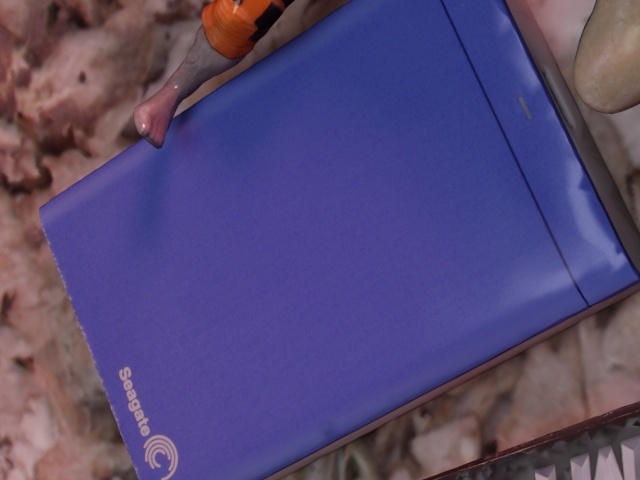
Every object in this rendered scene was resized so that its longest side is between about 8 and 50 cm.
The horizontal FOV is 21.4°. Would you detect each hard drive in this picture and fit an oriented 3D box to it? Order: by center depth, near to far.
[{"bbox_3d":[0.000,0.000,0.936,0.318,0.040,0.210,-31,73,26],"label":"hard drive"}]

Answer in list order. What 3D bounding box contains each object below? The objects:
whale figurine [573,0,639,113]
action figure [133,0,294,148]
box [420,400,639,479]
[{"bbox_3d":[0.154,-0.198,0.764,0.216,0.141,0.272,-7,109,12],"label":"whale figurine"},{"bbox_3d":[-0.031,-0.259,0.887,0.330,0.178,0.341,-31,92,13],"label":"action figure"},{"bbox_3d":[0.125,0.116,0.712,0.295,0.293,0.073,-24,75,27],"label":"box"}]
